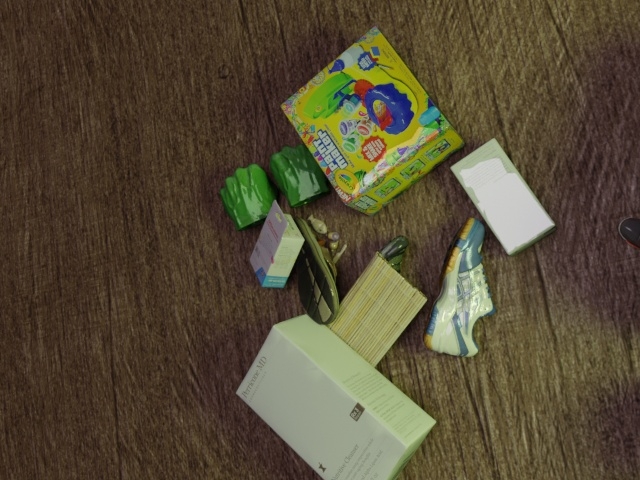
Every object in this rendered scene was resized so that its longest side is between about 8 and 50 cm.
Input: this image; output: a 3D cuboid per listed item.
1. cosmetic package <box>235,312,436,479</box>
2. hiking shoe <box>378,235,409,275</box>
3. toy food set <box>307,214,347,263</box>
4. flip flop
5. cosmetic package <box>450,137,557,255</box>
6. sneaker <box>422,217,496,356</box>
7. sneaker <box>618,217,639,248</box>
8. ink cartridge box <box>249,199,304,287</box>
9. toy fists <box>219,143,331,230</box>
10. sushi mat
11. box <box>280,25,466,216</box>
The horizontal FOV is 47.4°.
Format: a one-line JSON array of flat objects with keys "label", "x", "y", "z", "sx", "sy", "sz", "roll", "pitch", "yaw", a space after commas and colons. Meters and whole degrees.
[{"label": "cosmetic package", "x": 0.027, "y": 0.361, "z": 1.579, "sx": 0.385, "sy": 0.156, "sz": 0.217, "roll": 36, "pitch": 114, "yaw": 21}, {"label": "hiking shoe", "x": 0.158, "y": 0.101, "z": 1.632, "sx": 0.114, "sy": 0.086, "sz": 0.227, "roll": 30, "pitch": 104, "yaw": 16}, {"label": "toy food set", "x": 0.000, "y": 0.000, "z": 1.734, "sx": 0.122, "sy": 0.019, "sz": 0.078, "roll": 37, "pitch": 97, "yaw": 22}, {"label": "flip flop", "x": -0.008, "y": 0.065, "z": 1.679, "sx": 0.112, "sy": 0.080, "sz": 0.277, "roll": -53, "pitch": 45, "yaw": 35}, {"label": "cosmetic package", "x": 0.390, "y": -0.090, "z": 1.555, "sx": 0.117, "sy": 0.085, "sz": 0.231, "roll": -34, "pitch": 74, "yaw": 15}, {"label": "sneaker", "x": 0.318, "y": 0.103, "z": 1.562, "sx": 0.130, "sy": 0.112, "sz": 0.297, "roll": 17, "pitch": 91, "yaw": 6}, {"label": "sneaker", "x": 0.666, "y": 0.002, "z": 1.440, "sx": 0.157, "sy": 0.065, "sz": 0.061, "roll": 35, "pitch": 97, "yaw": 22}, {"label": "ink cartridge box", "x": -0.097, "y": 0.008, "z": 1.694, "sx": 0.181, "sy": 0.061, "sz": 0.104, "roll": -66, "pitch": 35, "yaw": 29}, {"label": "toy fists", "x": -0.110, "y": -0.134, "z": 1.759, "sx": 0.279, "sy": 0.096, "sz": 0.142, "roll": -23, "pitch": 84, "yaw": 16}, {"label": "sushi mat", "x": 0.096, "y": 0.187, "z": 1.607, "sx": 0.151, "sy": 0.019, "sz": 0.317, "roll": 41, "pitch": 120, "yaw": 15}, {"label": "box", "x": 0.118, "y": -0.259, "z": 1.637, "sx": 0.279, "sy": 0.177, "sz": 0.290, "roll": -38, "pitch": 71, "yaw": 14}]
